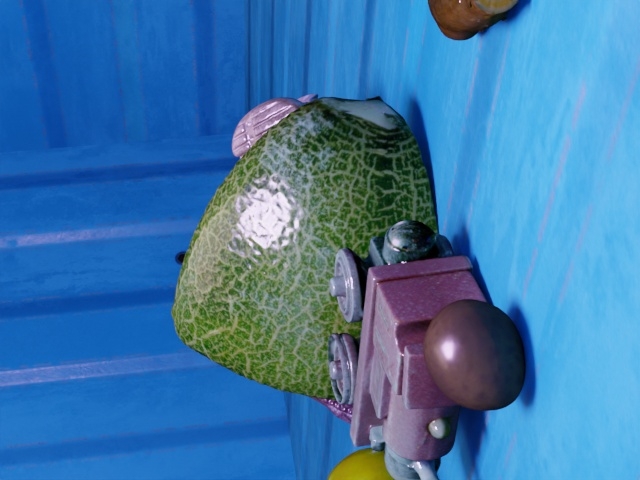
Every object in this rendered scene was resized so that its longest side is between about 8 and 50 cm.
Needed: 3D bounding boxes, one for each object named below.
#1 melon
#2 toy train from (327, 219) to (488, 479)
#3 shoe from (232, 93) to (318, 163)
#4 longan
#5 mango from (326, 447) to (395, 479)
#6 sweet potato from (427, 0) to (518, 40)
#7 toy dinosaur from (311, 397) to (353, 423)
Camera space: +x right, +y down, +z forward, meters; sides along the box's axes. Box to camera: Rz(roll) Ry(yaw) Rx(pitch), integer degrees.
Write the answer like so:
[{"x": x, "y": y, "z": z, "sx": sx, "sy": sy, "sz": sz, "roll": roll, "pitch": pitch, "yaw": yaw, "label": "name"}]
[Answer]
[{"x": 0.000, "y": 0.000, "z": 1.654, "sx": 0.226, "sy": 0.331, "sz": 0.344, "roll": -50, "pitch": -27, "yaw": -52, "label": "melon"}, {"x": 0.099, "y": 0.134, "z": 1.467, "sx": 0.221, "sy": 0.150, "sz": 0.304, "roll": -112, "pitch": 19, "yaw": -46, "label": "toy train"}, {"x": 0.030, "y": -0.046, "z": 1.846, "sx": 0.198, "sy": 0.172, "sz": 0.351, "roll": -40, "pitch": -70, "yaw": -61, "label": "shoe"}, {"x": 0.145, "y": 0.109, "z": 1.255, "sx": 0.113, "sy": 0.092, "sz": 0.113, "roll": 57, "pitch": 172, "yaw": 13, "label": "longan"}, {"x": 0.075, "y": 0.391, "z": 1.755, "sx": 0.185, "sy": 0.149, "sz": 0.273, "roll": -73, "pitch": -16, "yaw": -49, "label": "mango"}, {"x": 0.128, "y": -0.217, "z": 1.212, "sx": 0.243, "sy": 0.077, "sz": 0.077, "roll": 162, "pitch": 102, "yaw": -82, "label": "sweet potato"}, {"x": 0.030, "y": 0.224, "z": 1.918, "sx": 0.251, "sy": 0.199, "sz": 0.072, "roll": 39, "pitch": 108, "yaw": 33, "label": "toy dinosaur"}]
